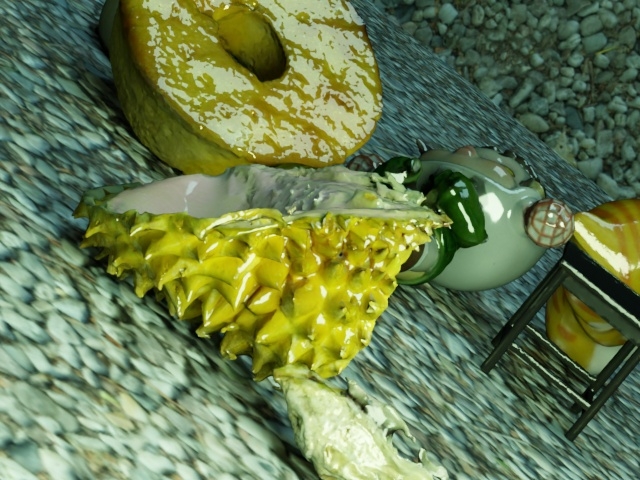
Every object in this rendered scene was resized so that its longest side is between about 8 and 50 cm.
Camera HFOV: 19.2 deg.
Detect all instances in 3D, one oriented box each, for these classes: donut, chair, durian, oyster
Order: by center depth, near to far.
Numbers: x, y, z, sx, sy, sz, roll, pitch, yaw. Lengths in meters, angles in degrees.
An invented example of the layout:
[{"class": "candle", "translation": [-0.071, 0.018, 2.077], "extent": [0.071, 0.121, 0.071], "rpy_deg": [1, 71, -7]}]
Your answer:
[{"class": "oyster", "translation": [0.048, 0.174, 1.395], "extent": [0.133, 0.072, 0.209], "rpy_deg": [41, -8, 40]}, {"class": "durian", "translation": [-0.082, 0.001, 1.438], "extent": [0.196, 0.185, 0.305], "rpy_deg": [15, 5, -41]}, {"class": "donut", "translation": [-0.085, -0.171, 1.891], "extent": [0.303, 0.110, 0.303], "rpy_deg": [18, 48, -21]}, {"class": "chair", "translation": [0.305, 0.064, 1.994], "extent": [0.141, 0.260, 0.154], "rpy_deg": [38, 13, 3]}]

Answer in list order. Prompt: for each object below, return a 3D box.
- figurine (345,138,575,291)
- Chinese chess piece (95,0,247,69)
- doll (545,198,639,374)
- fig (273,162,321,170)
[{"class": "figurine", "translation": [0.135, -0.021, 2.073], "extent": [0.281, 0.167, 0.370], "rpy_deg": [16, 11, 27]}, {"class": "Chinese chess piece", "translation": [-0.131, -0.205, 2.107], "extent": [0.250, 0.103, 0.250], "rpy_deg": [37, 13, -10]}, {"class": "doll", "translation": [0.347, 0.052, 2.185], "extent": [0.269, 0.167, 0.162], "rpy_deg": [104, -36, -71]}, {"class": "fig", "translation": [0.004, -0.011, 1.759], "extent": [0.136, 0.120, 0.153], "rpy_deg": [21, 17, -36]}]
